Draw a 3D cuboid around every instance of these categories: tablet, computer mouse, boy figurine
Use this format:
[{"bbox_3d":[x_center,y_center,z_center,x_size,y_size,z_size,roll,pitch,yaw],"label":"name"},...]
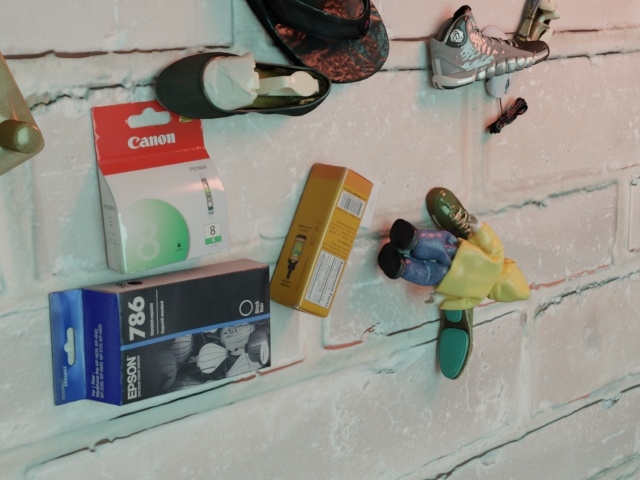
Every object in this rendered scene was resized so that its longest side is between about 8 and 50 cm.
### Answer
[{"bbox_3d":[0.075,-0.064,1.648,0.054,0.006,0.083,16,87,-42],"label":"tablet"},{"bbox_3d":[0.335,-0.300,1.807,0.106,0.042,0.193,-31,118,-32],"label":"computer mouse"},{"bbox_3d":[0.250,0.040,1.705,0.285,0.092,0.177,14,106,-26],"label":"boy figurine"}]

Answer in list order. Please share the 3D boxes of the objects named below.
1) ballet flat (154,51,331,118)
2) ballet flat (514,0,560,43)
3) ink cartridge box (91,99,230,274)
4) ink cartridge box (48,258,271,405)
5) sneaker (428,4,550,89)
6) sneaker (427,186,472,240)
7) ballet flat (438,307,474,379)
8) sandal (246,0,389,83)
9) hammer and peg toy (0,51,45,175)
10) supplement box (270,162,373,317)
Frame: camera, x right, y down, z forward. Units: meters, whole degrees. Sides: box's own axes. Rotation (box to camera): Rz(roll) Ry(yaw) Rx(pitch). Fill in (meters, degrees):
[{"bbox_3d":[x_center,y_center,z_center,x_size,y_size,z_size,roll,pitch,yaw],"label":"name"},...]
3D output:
[{"bbox_3d":[-0.098,-0.227,1.403,0.280,0.096,0.095,-8,91,-40],"label":"ballet flat"},{"bbox_3d":[0.416,-0.408,1.843,0.070,0.070,0.189,28,79,-41],"label":"ballet flat"},{"bbox_3d":[-0.216,-0.080,1.359,0.181,0.056,0.225,-14,109,-40],"label":"ink cartridge box"},{"bbox_3d":[-0.216,0.131,1.393,0.332,0.065,0.166,-10,106,-39],"label":"ink cartridge box"},{"bbox_3d":[0.291,-0.351,1.706,0.228,0.086,0.132,-19,103,-17],"label":"sneaker"},{"bbox_3d":[0.272,-0.022,1.775,0.064,0.086,0.192,-52,127,-21],"label":"sneaker"},{"bbox_3d":[0.260,0.154,1.813,0.067,0.073,0.206,-11,108,-48],"label":"ballet flat"},{"bbox_3d":[-0.029,-0.378,1.428,0.445,0.107,0.168,40,72,-39],"label":"sandal"},{"bbox_3d":[-0.496,-0.118,1.055,0.361,0.127,0.266,-39,123,-29],"label":"hammer and peg toy"},{"bbox_3d":[0.000,0.000,1.548,0.080,0.078,0.234,29,80,-44],"label":"supplement box"}]
